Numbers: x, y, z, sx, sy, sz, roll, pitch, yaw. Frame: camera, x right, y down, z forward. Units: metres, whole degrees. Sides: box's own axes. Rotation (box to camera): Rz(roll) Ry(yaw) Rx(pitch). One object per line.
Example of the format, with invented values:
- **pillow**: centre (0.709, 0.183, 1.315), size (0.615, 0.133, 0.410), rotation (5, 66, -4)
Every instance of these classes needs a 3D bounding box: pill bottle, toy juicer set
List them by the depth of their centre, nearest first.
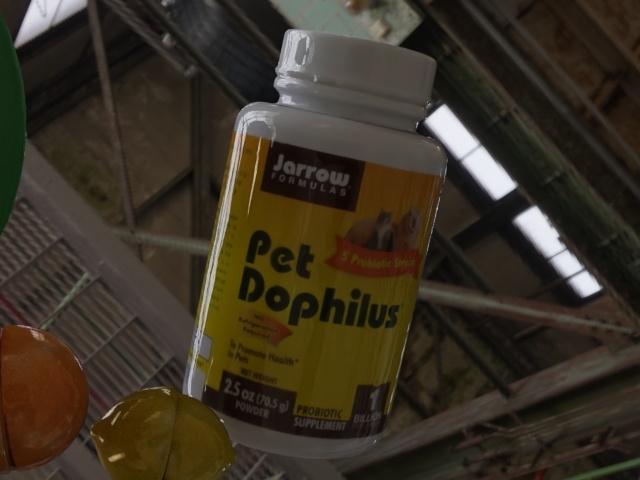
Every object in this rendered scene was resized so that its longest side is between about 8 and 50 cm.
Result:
- **toy juicer set**: centre (-0.091, 0.177, 0.431), size (0.329, 0.089, 0.209), rotation (52, -140, -26)
- **pill bottle**: centre (0.000, 0.000, 0.531), size (0.117, 0.117, 0.215), rotation (8, -82, -27)

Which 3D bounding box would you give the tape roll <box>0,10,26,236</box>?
- **tape roll**: centre (-0.313, -0.057, 0.472), size (0.321, 0.077, 0.321), rotation (7, -106, -23)
